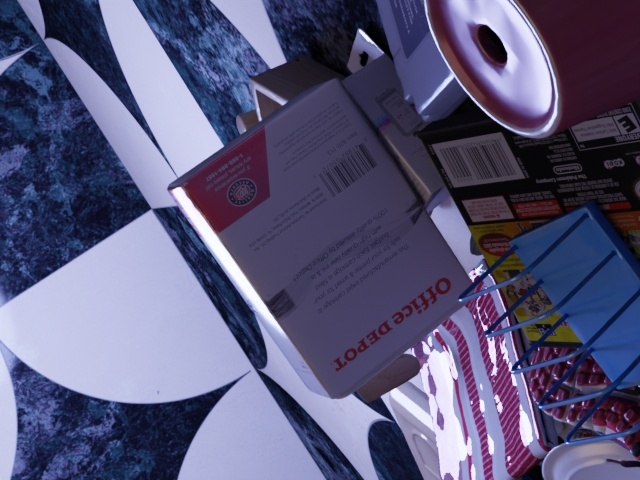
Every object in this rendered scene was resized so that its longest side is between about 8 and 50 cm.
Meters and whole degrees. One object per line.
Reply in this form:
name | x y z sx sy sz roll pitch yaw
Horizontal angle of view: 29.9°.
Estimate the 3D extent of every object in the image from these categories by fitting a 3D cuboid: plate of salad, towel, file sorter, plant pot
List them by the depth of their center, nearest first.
plant pot | 0.172 -0.163 0.746 0.201 0.180 0.201 49 163 20
file sorter | 0.218 0.076 1.020 0.170 0.104 0.118 53 151 -3
plate of salad | 0.335 0.253 1.261 0.200 0.048 0.200 14 143 11
towel | 0.187 0.183 1.441 0.329 0.037 0.237 114 146 -63

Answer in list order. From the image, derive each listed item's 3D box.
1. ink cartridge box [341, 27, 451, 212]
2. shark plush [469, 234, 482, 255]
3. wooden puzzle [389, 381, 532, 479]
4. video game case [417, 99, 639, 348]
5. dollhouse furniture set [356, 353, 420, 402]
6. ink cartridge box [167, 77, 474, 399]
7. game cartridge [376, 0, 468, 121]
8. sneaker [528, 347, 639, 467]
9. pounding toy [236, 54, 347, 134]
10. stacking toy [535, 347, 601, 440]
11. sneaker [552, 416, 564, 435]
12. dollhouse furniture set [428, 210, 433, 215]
ink cartridge box | 0.074 -0.126 1.329 0.198 0.067 0.115 52 165 9
shark plush | 0.186 -0.034 1.184 0.073 0.067 0.161 53 165 10
wooden puzzle | 0.259 0.405 1.877 0.322 0.080 0.347 34 149 52
video game case | 0.233 -0.012 1.044 0.275 0.035 0.248 -5 119 56
dollhouse furniture set | 0.056 0.043 1.577 0.242 0.161 0.212 49 -163 -32
ink cartridge box | 0.000 0.000 1.299 0.283 0.207 0.117 56 166 -10
game cartridge | 0.076 -0.255 0.920 0.196 0.060 0.294 128 128 -80
sneaker | 0.308 0.160 1.149 0.112 0.121 0.299 30 -172 -30
pounding toy | -0.022 -0.136 1.519 0.206 0.094 0.181 37 147 50
stacking toy | 0.297 0.207 1.382 0.221 0.052 0.167 53 165 5
sneaker | 0.231 0.254 1.580 0.095 0.104 0.236 52 165 8
dollhouse furniture set | 0.074 -0.049 1.445 0.091 0.114 0.081 112 155 -53
